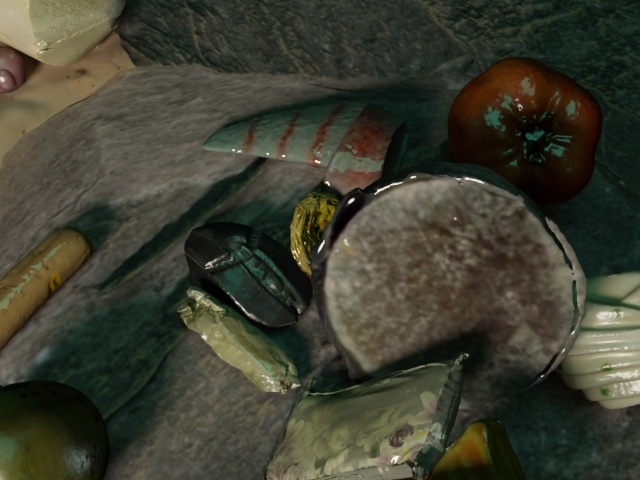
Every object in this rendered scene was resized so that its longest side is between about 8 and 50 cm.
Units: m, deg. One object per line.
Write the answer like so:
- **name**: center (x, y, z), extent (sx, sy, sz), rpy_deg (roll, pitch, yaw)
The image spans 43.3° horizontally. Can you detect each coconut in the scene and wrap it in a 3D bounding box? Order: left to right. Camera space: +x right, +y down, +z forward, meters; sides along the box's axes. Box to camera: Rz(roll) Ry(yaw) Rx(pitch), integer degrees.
- **coconut**: center (-0.399, -0.383, 1.192), extent (0.244, 0.239, 0.239), rpy_deg (24, 58, 17)

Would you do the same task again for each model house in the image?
- **model house**: center (0.121, 0.288, 0.786), extent (0.173, 0.239, 0.268), rpy_deg (14, 59, 4)

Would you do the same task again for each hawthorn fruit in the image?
- **hawthorn fruit**: center (0.267, -0.146, 1.126), extent (0.207, 0.243, 0.207), rpy_deg (-1, 101, -5)

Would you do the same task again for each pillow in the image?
- **pillow**: center (0.044, 0.207, 0.858), extent (0.059, 0.255, 0.169), rpy_deg (51, 44, -19)

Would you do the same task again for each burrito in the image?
- **burrito**: center (-0.101, 0.125, 0.991), extent (0.188, 0.045, 0.058), rpy_deg (36, 77, 15)

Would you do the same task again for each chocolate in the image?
- **chocolate**: center (0.152, 0.023, 0.962), extent (0.303, 0.303, 0.213), rpy_deg (15, 26, 6)

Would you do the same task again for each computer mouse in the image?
- **computer mouse**: center (-0.097, 0.033, 1.041), extent (0.192, 0.062, 0.106), rpy_deg (36, 59, 20)

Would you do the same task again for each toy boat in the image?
- **toy boat**: center (-0.024, -0.142, 1.163), extent (0.282, 0.096, 0.206), rpy_deg (7, 49, 16)

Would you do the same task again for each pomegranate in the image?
- **pomegranate**: center (-0.313, 0.247, 0.827), extent (0.179, 0.179, 0.210), rpy_deg (5, 69, -1)

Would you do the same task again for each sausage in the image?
- **sausage**: center (-0.389, 0.096, 0.979), extent (0.066, 0.066, 0.301), rpy_deg (27, 57, 13)

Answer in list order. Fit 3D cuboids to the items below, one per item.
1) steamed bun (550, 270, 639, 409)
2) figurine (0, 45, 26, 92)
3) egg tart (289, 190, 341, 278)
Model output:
- **steamed bun**: center (0.355, 0.125, 0.948), extent (0.183, 0.183, 0.106), rpy_deg (21, 35, 9)
- **figurine**: center (-0.471, -0.254, 1.196), extent (0.067, 0.071, 0.083), rpy_deg (18, 55, -44)
- **egg tart**: center (0.000, 0.000, 1.061), extent (0.129, 0.049, 0.129), rpy_deg (10, 75, -43)
